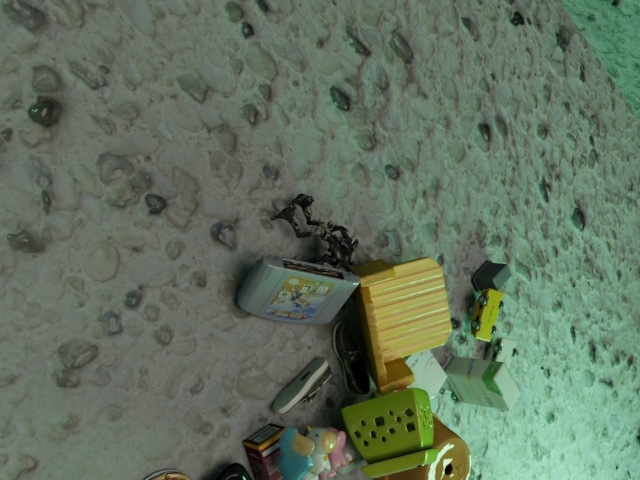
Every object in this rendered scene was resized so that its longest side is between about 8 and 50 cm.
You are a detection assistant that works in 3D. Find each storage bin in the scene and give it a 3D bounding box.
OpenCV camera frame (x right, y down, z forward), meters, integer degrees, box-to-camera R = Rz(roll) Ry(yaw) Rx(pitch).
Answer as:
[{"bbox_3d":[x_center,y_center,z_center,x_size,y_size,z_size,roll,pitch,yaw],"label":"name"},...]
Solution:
[{"bbox_3d":[0.637,0.141,2.362,0.135,0.091,0.098,-37,111,-33],"label":"storage bin"}]

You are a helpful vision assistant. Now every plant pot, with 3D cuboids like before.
[{"bbox_3d":[0.213,0.555,1.834,0.228,0.227,0.207,39,34,-64],"label":"plant pot"},{"bbox_3d":[0.329,0.682,2.003,0.291,0.203,0.290,-2,94,-35],"label":"plant pot"}]

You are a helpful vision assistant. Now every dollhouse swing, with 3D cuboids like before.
[{"bbox_3d":[0.271,0.229,1.919,0.305,0.315,0.346,-11,96,-4],"label":"dollhouse swing"}]

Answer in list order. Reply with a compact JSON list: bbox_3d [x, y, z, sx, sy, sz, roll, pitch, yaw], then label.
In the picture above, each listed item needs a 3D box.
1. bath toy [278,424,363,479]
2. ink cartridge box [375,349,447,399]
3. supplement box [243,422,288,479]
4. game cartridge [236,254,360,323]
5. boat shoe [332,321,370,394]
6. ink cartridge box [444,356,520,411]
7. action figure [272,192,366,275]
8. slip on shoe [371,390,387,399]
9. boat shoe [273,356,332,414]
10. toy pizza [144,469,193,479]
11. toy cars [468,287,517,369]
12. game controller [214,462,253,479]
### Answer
[{"bbox_3d":[0.010,0.572,1.757,0.151,0.129,0.348,-45,151,10],"label":"bath toy"},{"bbox_3d":[0.304,0.469,2.104,0.189,0.066,0.232,55,54,-24],"label":"ink cartridge box"},{"bbox_3d":[-0.124,0.607,1.731,0.104,0.081,0.188,-24,103,-38],"label":"supplement box"},{"bbox_3d":[-0.062,0.142,1.729,0.297,0.062,0.198,13,124,-28],"label":"game cartridge"},{"bbox_3d":[0.099,0.355,1.929,0.081,0.069,0.227,-23,103,-38],"label":"boat shoe"},{"bbox_3d":[0.553,0.490,2.205,0.093,0.212,0.154,-47,116,-34],"label":"ink cartridge box"},{"bbox_3d":[0.000,0.000,1.815,0.275,0.141,0.164,48,54,-7],"label":"action figure"},{"bbox_3d":[0.225,0.518,2.014,0.135,0.051,0.041,23,92,-6],"label":"slip on shoe"},{"bbox_3d":[-0.042,0.423,1.807,0.219,0.078,0.070,-40,112,-35],"label":"boat shoe"},{"bbox_3d":[-0.378,0.661,1.554,0.201,0.032,0.201,2,87,-39],"label":"toy pizza"},{"bbox_3d":[0.620,0.355,2.349,0.176,0.087,0.393,-28,111,-24],"label":"toy cars"},{"bbox_3d":[-0.282,0.713,1.602,0.319,0.067,0.166,-45,122,-32],"label":"game controller"}]
